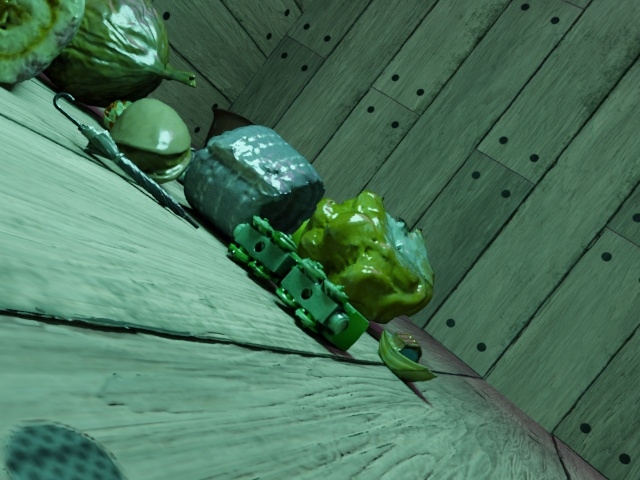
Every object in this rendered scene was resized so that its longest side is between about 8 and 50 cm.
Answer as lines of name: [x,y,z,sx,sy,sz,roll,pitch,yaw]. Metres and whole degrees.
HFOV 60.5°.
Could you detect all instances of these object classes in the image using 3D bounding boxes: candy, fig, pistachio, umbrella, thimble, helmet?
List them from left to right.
umbrella: [-0.284,-0.103,0.796,0.269,0.044,0.044,47,-26,-14]
fig: [-0.410,-0.385,1.159,0.369,0.286,0.286,32,-1,25]
pistachio: [-0.291,-0.169,0.942,0.136,0.136,0.226,37,9,-36]
candy: [-0.344,-0.190,1.173,0.288,0.078,0.084,42,31,1]
helmet: [-0.241,-0.232,1.723,0.385,0.230,0.337,30,-3,28]
thimble: [-0.112,-0.091,0.983,0.172,0.205,0.236,40,1,17]

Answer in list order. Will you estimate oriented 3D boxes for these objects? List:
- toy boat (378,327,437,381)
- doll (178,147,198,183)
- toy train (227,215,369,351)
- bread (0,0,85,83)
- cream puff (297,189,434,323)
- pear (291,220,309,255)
toy boat: [0.149,0.202,0.963,0.065,0.066,0.172,41,1,-20]
doll: [-0.242,-0.176,1.379,0.246,0.158,0.340,26,4,0]
toy train: [-0.036,0.057,0.811,0.251,0.085,0.119,42,-2,36]
bread: [-0.485,-0.363,0.882,0.155,0.187,0.338,33,3,-37]
cream puff: [0.094,0.068,1.261,0.323,0.270,0.274,36,37,-33]
pear: [0.000,0.000,1.480,0.220,0.187,0.187,44,-2,-33]
